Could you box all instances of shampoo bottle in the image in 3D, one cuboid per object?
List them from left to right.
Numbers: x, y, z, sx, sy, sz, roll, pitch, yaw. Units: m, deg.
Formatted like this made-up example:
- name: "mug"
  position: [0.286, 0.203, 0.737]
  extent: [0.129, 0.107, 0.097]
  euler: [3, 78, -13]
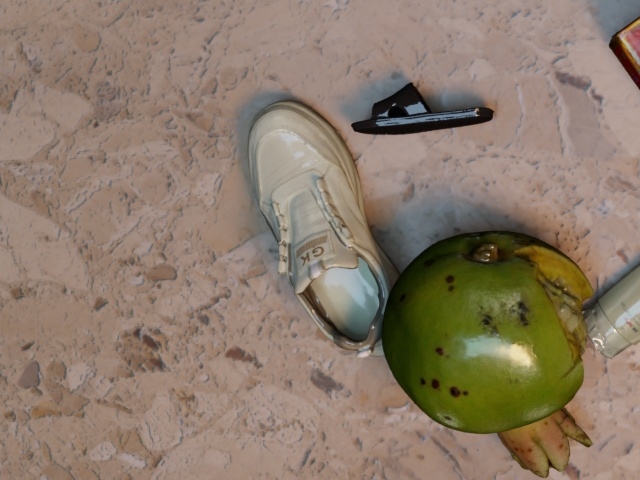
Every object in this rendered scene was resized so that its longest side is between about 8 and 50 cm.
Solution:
- name: "shampoo bottle"
  position: [0.381, 0.048, 1.854]
  extent: [0.212, 0.049, 0.072]
  euler: [-41, 93, 16]

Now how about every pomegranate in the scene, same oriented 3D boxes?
- name: "pomegranate"
  position: [0.194, 0.131, 1.839]
  extent: [0.236, 0.236, 0.302]
  euler: [-12, 123, 15]

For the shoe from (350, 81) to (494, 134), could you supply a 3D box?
- name: "shoe"
  position: [0.113, -0.149, 1.880]
  extent: [0.159, 0.062, 0.053]
  euler: [-3, 86, 14]

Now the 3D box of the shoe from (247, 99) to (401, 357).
- name: "shoe"
  position: [0.000, 0.000, 1.880]
  extent: [0.124, 0.159, 0.316]
  euler: [-29, 95, 17]

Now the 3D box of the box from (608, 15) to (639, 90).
- name: "box"
  position: [0.471, -0.139, 1.760]
  extent: [0.197, 0.089, 0.313]
  euler: [-35, 89, 4]
